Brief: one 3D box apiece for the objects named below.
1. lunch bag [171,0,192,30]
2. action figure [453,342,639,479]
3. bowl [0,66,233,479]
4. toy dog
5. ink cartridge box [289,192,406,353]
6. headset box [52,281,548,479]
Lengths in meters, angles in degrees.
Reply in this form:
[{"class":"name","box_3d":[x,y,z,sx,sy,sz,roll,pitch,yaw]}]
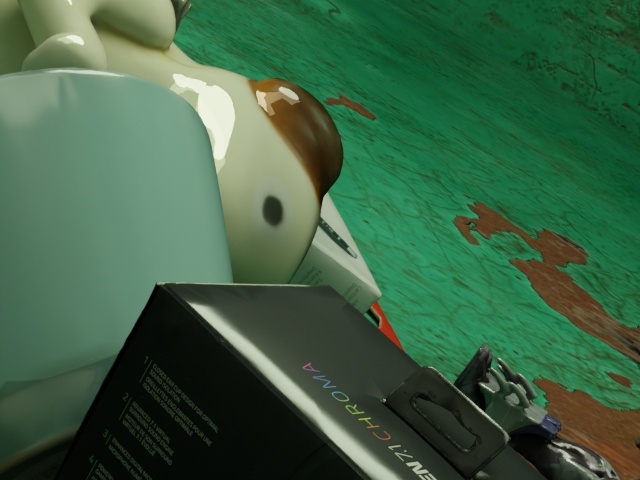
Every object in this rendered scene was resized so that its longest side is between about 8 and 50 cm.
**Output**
[{"class":"lunch bag","box_3d":[-0.255,-0.287,1.857,0.235,0.169,0.287,27,23,-7]},{"class":"action figure","box_3d":[0.226,0.200,1.405,0.285,0.099,0.185,36,14,10]},{"class":"bowl","box_3d":[-0.165,0.071,0.903,0.311,0.311,0.163,6,49,-51]},{"class":"toy dog","box_3d":[-0.193,-0.076,1.253,0.408,0.284,0.395,35,0,10]},{"class":"ink cartridge box","box_3d":[0.000,0.000,1.558,0.239,0.060,0.275,36,13,-28]},{"class":"headset box","box_3d":[-0.013,0.184,0.779,0.246,0.283,0.131,40,21,31]}]
